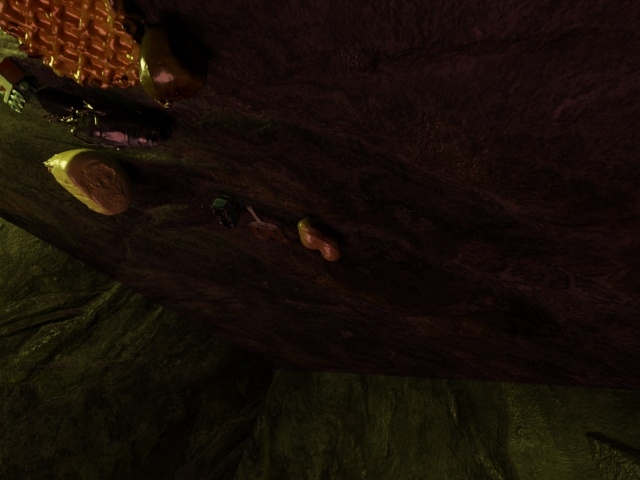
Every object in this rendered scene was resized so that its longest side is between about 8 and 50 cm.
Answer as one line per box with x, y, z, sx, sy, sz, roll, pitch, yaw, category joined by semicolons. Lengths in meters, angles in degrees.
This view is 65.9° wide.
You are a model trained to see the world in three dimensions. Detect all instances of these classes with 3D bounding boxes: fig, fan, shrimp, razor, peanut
-0.328;-0.391;1.090;0.154;0.144;0.165;19;141;27;fig
-0.205;-0.055;1.757;0.153;0.008;0.226;8;151;26;fan
-0.602;-0.315;1.418;0.372;0.137;0.172;14;136;12;shrimp
-0.769;-0.400;1.488;0.148;0.054;0.090;19;157;7;razor
-0.002;0.002;1.620;0.193;0.089;0.089;37;150;-23;peanut

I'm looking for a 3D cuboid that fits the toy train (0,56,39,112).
-0.918;-0.460;1.478;0.118;0.074;0.176;47;150;-24;toy train

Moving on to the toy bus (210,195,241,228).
-0.318;-0.101;1.681;0.060;0.074;0.123;11;151;20;toy bus

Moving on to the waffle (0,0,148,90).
-0.564;-0.495;1.123;0.382;0.095;0.379;7;151;21;waffle

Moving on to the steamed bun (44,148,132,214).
-0.790;-0.220;1.722;0.232;0.166;0.273;9;147;49;steamed bun

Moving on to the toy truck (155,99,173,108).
-0.386;-0.373;1.252;0.049;0.054;0.083;38;149;-28;toy truck
